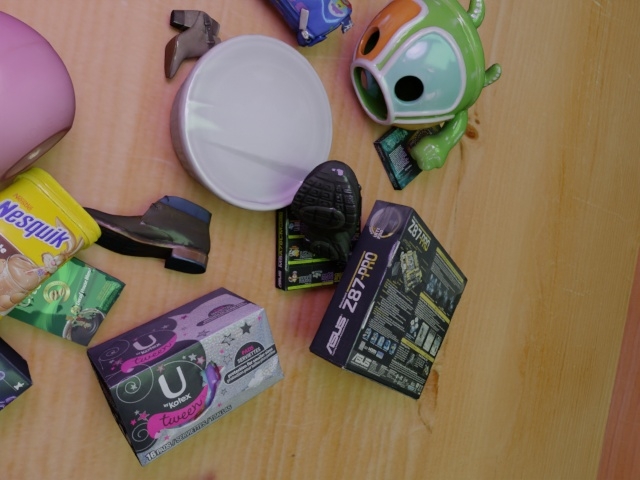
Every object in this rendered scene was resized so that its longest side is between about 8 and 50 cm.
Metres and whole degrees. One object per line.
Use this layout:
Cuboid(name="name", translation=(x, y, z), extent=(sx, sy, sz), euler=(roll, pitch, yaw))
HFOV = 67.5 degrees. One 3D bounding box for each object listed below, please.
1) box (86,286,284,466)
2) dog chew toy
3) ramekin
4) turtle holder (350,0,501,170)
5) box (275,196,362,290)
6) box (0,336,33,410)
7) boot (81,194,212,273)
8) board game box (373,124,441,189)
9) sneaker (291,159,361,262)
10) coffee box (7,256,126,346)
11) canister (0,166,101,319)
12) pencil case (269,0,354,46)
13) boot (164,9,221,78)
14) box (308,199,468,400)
Cuboid(name="box", translation=(-0.210, 0.197, 0.761), extent=(0.247, 0.163, 0.142), euler=(-26, 112, -31))
Cuboid(name="dog chew toy", translation=(-0.446, -0.224, 0.526), extent=(0.206, 0.206, 0.332), euler=(-49, 112, -21))
Cuboid(name="ramekin", translation=(-0.121, -0.187, 0.798), extent=(0.272, 0.127, 0.273), euler=(-5, 99, -36))
Cuboid(name="turtle holder", translation=(0.190, -0.323, 0.965), extent=(0.227, 0.243, 0.320), euler=(-36, 150, -12))
Cuboid(name="box", translation=(0.000, 0.000, 0.961), extent=(0.190, 0.045, 0.184), euler=(-5, 101, -36))
Cuboid(name="box", translation=(-0.520, 0.137, 0.572), extent=(0.184, 0.103, 0.261), euler=(-44, 119, -26))
Cuboid(name="boot", translation=(-0.275, -0.029, 0.758), extent=(0.219, 0.082, 0.106), euler=(25, 58, -29))
Cuboid(name="board game box", translation=(0.211, -0.218, 1.094), extent=(0.186, 0.026, 0.126), euler=(-41, 117, -24))
Cuboid(name="sneaker", translation=(0.022, -0.067, 0.818), extent=(0.109, 0.286, 0.130), euler=(20, 69, 6))
Cuboid(name="coffee box", translation=(-0.394, 0.067, 0.688), extent=(0.184, 0.040, 0.113), euler=(38, 74, -32))
Cuboid(name="canister", translation=(-0.388, 0.006, 0.606), extent=(0.126, 0.073, 0.170), euler=(52, 48, -21))
Cuboid(name="pencil case", translation=(-0.073, -0.465, 0.799), extent=(0.306, 0.119, 0.133), euler=(45, 48, -30))
Cuboid(name="boot", translation=(-0.204, -0.314, 0.778), extent=(0.087, 0.042, 0.118), euler=(3, 100, -43))
Cuboid(name="box", translation=(0.167, 0.145, 1.004), extent=(0.395, 0.097, 0.318), euler=(38, 75, -51))
